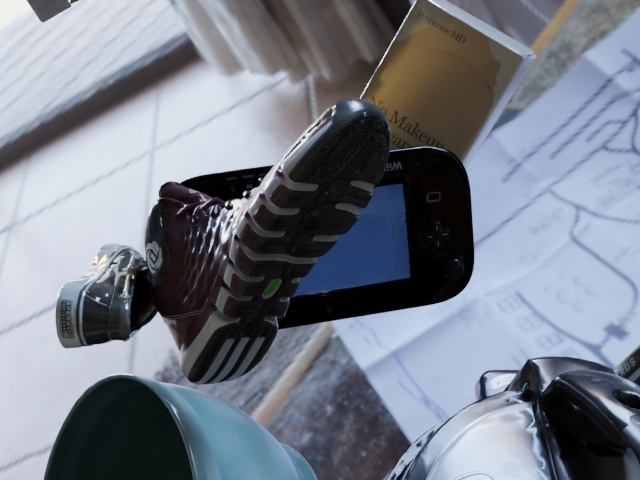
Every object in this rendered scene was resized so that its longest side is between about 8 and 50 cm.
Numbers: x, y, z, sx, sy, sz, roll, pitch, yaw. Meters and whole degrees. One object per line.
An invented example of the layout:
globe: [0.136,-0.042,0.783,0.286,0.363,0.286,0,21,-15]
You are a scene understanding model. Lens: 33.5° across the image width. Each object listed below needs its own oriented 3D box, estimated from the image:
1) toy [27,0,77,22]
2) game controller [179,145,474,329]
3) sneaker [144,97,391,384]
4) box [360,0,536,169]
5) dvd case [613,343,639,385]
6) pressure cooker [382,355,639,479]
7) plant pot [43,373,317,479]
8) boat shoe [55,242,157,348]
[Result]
toy: [-0.255,-0.306,0.872,0.137,0.237,0.056,-13,29,43]
game controller: [0.000,0.000,1.068,0.319,0.166,0.067,-9,23,-12]
sneaker: [-0.071,-0.029,0.885,0.162,0.106,0.281,47,112,33]
box: [0.111,-0.123,1.270,0.311,0.148,0.121,-61,-11,18]
dvd case: [0.372,0.185,1.139,0.238,0.179,0.029,-54,24,33]
pressure cooker: [0.169,0.311,0.777,0.370,0.420,0.375,41,45,16]
plant pot: [-0.119,0.281,1.030,0.293,0.196,0.293,-14,72,48]
boat shoe: [-0.179,0.053,0.977,0.070,0.077,0.219,0,12,2]
